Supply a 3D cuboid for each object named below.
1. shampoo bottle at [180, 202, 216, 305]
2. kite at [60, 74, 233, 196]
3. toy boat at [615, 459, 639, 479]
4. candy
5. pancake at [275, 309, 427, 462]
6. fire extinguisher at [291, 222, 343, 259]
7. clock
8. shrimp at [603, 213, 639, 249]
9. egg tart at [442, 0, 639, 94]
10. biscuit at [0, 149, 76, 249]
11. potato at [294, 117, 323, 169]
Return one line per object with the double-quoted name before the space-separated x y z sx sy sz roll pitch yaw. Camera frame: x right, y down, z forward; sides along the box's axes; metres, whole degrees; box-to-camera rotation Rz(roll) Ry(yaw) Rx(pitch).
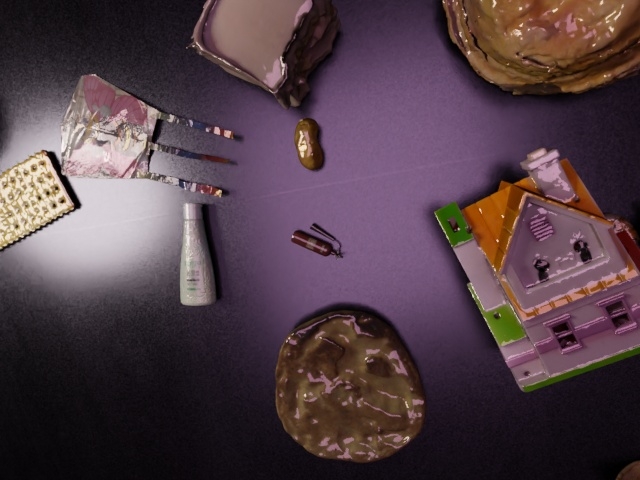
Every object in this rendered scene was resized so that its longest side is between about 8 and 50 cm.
"shampoo bottle" -0.233 0.025 0.795 0.069 0.041 0.191 0 95 13
"kite" -0.336 -0.180 0.801 0.360 0.022 0.204 18 98 10
"toy boat" 0.575 0.412 0.682 0.188 0.116 0.061 -14 100 8
"candy" -0.087 -0.332 0.691 0.195 0.137 0.185 29 99 6
"pancake" 0.046 0.268 0.776 0.294 0.049 0.295 1 98 6
"fire extinguisher" 0.000 0.001 0.771 0.100 0.032 0.046 23 64 6
"clock" 0.338 0.028 0.646 0.235 0.166 0.310 -27 97 17
"shrimp" 0.497 0.031 0.700 0.091 0.034 0.161 -42 82 22
"egg tart" 0.331 -0.344 0.564 0.351 0.150 0.352 17 134 19
"biscuit" -0.611 -0.076 0.852 0.231 0.016 0.139 -26 92 10
"potato" -0.022 -0.169 0.745 0.045 0.046 0.092 -19 105 -32
